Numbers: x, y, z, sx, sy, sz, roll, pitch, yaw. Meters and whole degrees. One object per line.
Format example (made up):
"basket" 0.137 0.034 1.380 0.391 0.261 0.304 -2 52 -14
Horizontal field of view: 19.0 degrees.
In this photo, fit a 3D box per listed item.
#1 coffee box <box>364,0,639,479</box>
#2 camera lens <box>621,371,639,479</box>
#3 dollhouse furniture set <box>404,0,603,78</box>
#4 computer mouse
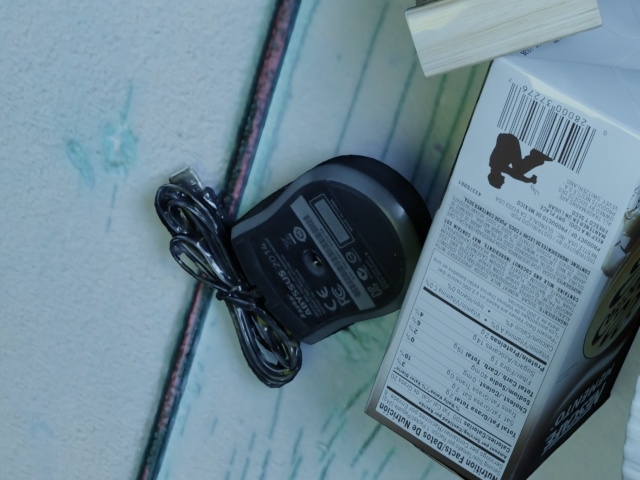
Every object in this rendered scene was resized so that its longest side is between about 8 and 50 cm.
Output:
"coffee box" 0.153 0.001 1.241 0.119 0.168 0.297 32 128 19
"camera lens" 0.328 0.111 1.027 0.274 0.219 0.219 19 123 28
"dollhouse furniture set" 0.076 -0.243 1.121 0.212 0.161 0.242 -17 112 9
"computer mouse" 0.000 0.000 1.425 0.272 0.072 0.188 -21 101 53
